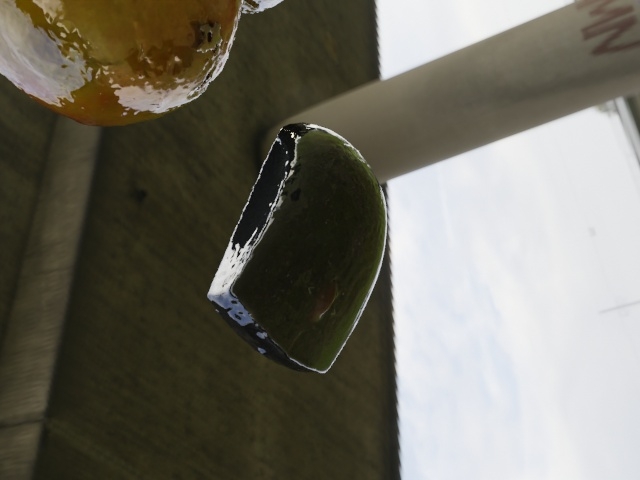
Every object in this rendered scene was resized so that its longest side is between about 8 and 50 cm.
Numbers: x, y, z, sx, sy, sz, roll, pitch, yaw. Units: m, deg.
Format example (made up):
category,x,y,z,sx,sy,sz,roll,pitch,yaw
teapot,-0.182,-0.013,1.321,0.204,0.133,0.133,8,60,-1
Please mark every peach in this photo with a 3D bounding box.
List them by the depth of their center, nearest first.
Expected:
category,x,y,z,sx,sy,sz,roll,pitch,yaw
peach,-0.270,-0.315,1.123,0.290,0.372,0.373,-43,-66,-36

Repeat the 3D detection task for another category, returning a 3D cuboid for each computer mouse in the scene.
category,x,y,z,sx,sy,sz,roll,pitch,yaw
computer mouse,0.000,0.000,1.005,0.170,0.100,0.269,42,-125,-35

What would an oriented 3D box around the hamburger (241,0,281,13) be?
category,x,y,z,sx,sy,sz,roll,pitch,yaw
hamburger,-0.087,-0.424,1.355,0.132,0.211,0.309,58,-170,17
